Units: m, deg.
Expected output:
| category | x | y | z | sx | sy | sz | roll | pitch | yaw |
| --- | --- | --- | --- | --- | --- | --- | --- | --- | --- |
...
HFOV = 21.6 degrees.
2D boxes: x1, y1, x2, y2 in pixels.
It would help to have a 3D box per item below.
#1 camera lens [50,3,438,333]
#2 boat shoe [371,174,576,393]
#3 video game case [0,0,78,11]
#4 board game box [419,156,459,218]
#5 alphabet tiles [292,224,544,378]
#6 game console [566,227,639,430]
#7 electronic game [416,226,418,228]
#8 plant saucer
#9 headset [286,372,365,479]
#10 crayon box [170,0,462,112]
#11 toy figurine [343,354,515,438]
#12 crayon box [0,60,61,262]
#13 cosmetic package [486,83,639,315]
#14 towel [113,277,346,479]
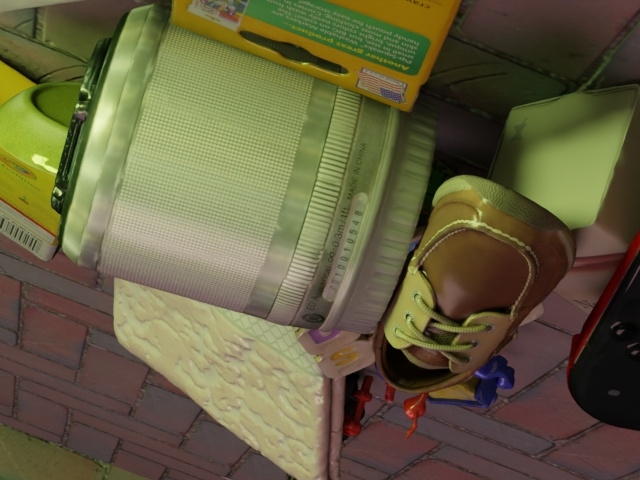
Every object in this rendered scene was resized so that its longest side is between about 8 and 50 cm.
| category | x | y | z | sx | sy | sz | roll | pitch | yaw |
| --- | --- | --- | --- | --- | --- | --- | --- | --- | --- |
| camera lens | -0.065 | -0.055 | 1.349 | 0.274 | 0.219 | 0.219 | 16 | 161 | -5 |
| boat shoe | 0.112 | 0.050 | 1.314 | 0.123 | 0.116 | 0.324 | 27 | 160 | 4 |
| video game case | -0.269 | -0.267 | 1.333 | 0.210 | 0.042 | 0.232 | 0 | 153 | 42 |
| board game box | 0.037 | -0.080 | 1.537 | 0.092 | 0.043 | 0.181 | -1 | 151 | 48 |
| alphabet tiles | 0.119 | 0.054 | 1.598 | 0.284 | 0.021 | 0.278 | -23 | 152 | 5 |
| game console | 0.408 | 0.057 | 1.262 | 0.386 | 0.060 | 0.342 | 10 | 142 | -9 |
| electronic game | 0.001 | -0.022 | 1.721 | 0.229 | 0.048 | 0.229 | 19 | 162 | 6 |
| plant saucer | -0.184 | -0.100 | 1.549 | 0.241 | 0.037 | 0.241 | 14 | -160 | -5 |
| headset | -0.061 | 0.228 | 2.255 | 0.243 | 0.185 | 0.394 | 28 | 171 | -23 |
| crayon box | 0.007 | -0.216 | 1.139 | 0.203 | 0.083 | 0.323 | 20 | 160 | 0 |
| toy figurine | 0.101 | 0.165 | 1.942 | 0.217 | 0.191 | 0.362 | 26 | 162 | -32 |
| crayon box | -0.325 | -0.098 | 1.735 | 0.202 | 0.081 | 0.318 | 35 | 160 | -5 |
| cosmetic package | 0.288 | 0.005 | 1.390 | 0.296 | 0.129 | 0.153 | 32 | 159 | -29 |
| towel | -0.107 | 0.095 | 1.821 | 0.332 | 0.053 | 0.317 | 35 | 146 | 26 |
